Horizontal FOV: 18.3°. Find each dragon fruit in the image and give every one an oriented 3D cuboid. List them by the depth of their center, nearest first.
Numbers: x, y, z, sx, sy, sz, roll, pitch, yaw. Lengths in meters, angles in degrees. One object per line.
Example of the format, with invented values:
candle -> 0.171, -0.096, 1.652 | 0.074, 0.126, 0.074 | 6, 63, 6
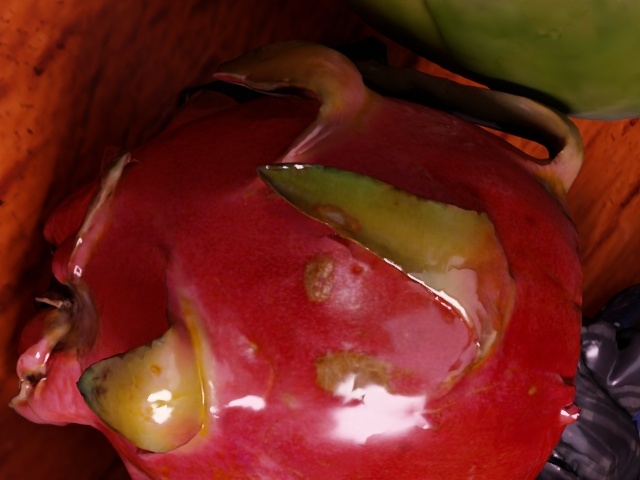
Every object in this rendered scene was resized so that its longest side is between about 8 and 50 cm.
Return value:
dragon fruit -> -0.003, 0.028, 0.834 | 0.227, 0.224, 0.224 | 20, 77, -11

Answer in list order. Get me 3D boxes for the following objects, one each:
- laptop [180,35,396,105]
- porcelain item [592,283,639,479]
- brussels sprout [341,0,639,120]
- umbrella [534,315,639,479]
laptop -> 0.000, 0.000, 0.967 | 0.129, 0.016, 0.180 | -20, 104, -39
porcelain item -> 0.213, 0.097, 1.089 | 0.147, 0.114, 0.147 | -3, 94, -43
brussels sprout -> 0.108, -0.237, 0.881 | 0.315, 0.276, 0.371 | -21, 104, -42
umbrella -> 0.081, 0.191, 0.972 | 0.154, 0.128, 0.336 | 33, 74, -48
